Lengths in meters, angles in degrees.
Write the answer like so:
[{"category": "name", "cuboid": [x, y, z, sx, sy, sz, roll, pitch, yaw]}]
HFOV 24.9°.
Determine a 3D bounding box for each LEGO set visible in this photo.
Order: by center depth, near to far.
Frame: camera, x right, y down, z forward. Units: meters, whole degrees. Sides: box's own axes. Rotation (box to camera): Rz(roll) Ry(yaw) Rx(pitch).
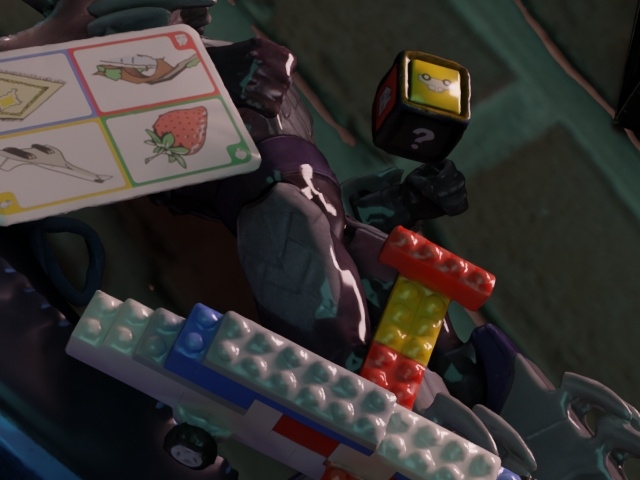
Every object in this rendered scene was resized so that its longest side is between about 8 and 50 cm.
[{"category": "LEGO set", "cuboid": [-0.041, 0.016, 0.314, 0.244, 0.060, 0.182, -14, 65, -31]}]

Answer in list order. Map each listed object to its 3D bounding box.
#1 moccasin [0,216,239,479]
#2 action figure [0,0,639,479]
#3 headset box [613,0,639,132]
[{"category": "moccasin", "cuboid": [-0.152, -0.018, 0.489, 0.342, 0.138, 0.117, 38, 60, 8]}, {"category": "action figure", "cuboid": [0.000, 0.000, 0.470, 0.099, 0.185, 0.285, -46, 60, 19]}, {"category": "headset box", "cuboid": [0.299, -0.135, 0.622, 0.283, 0.131, 0.246, 17, 63, -1]}]
